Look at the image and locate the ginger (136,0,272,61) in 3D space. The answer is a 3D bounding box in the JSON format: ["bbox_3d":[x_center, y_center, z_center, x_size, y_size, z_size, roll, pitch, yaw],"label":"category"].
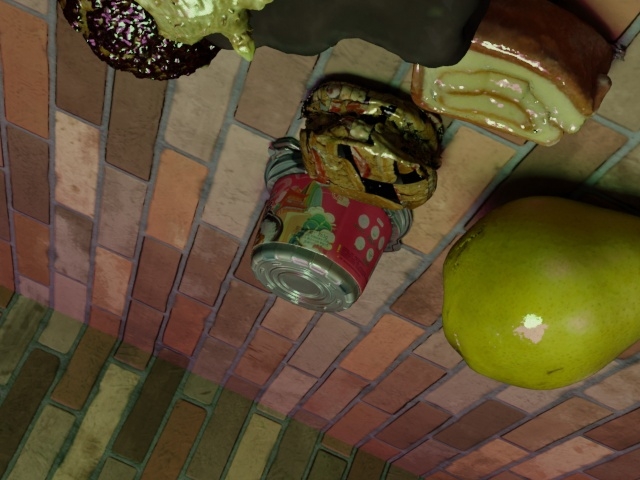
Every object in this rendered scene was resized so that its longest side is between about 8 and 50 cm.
[{"bbox_3d":[-0.113,-0.257,0.945,0.157,0.102,0.216,-19,118,22],"label":"ginger"}]

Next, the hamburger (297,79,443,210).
[{"bbox_3d":[0.066,-0.126,1.480,0.231,0.107,0.231,15,159,6],"label":"hamburger"}]

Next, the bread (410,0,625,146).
[{"bbox_3d":[0.215,-0.201,1.194,0.244,0.123,0.190,15,151,14],"label":"bread"}]

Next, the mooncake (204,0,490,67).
[{"bbox_3d":[0.005,-0.341,0.998,0.381,0.212,0.350,22,152,17],"label":"mooncake"}]

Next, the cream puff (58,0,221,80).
[{"bbox_3d":[-0.212,-0.298,1.228,0.165,0.239,0.239,-26,132,19],"label":"cream puff"}]

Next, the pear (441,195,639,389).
[{"bbox_3d":[0.334,0.075,1.446,0.336,0.285,0.285,3,147,32],"label":"pear"}]

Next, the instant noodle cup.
[{"bbox_3d":[0.000,0.000,1.673,0.302,0.181,0.258,37,150,-26],"label":"instant noodle cup"}]
